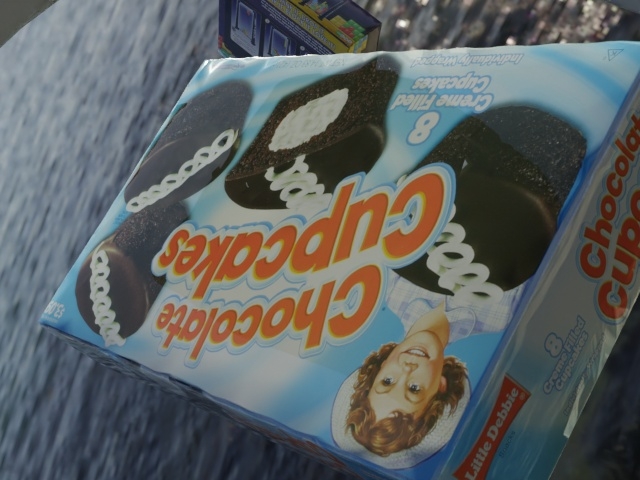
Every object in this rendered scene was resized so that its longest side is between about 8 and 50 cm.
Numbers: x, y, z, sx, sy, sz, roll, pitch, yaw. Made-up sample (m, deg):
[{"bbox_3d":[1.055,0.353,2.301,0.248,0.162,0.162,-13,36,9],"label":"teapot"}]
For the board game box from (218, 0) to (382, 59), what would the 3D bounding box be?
[{"bbox_3d":[-0.025,-0.194,1.022,0.048,0.170,0.141,-38,-22,-29],"label":"board game box"}]

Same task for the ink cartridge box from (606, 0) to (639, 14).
[{"bbox_3d":[0.320,-0.326,1.065,0.128,0.176,0.127,-51,37,4],"label":"ink cartridge box"}]

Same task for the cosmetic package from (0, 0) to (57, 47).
[{"bbox_3d":[-0.281,-0.295,0.473,0.230,0.453,0.161,-48,37,-13],"label":"cosmetic package"}]

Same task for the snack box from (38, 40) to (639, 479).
[{"bbox_3d":[0.000,0.000,0.501,0.322,0.060,0.187,10,65,52],"label":"snack box"}]
